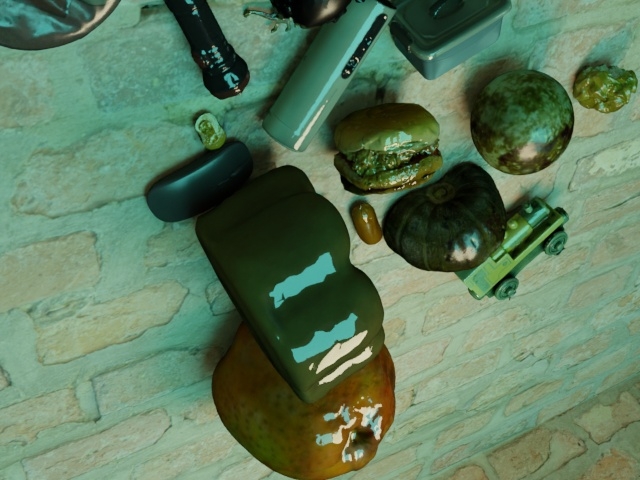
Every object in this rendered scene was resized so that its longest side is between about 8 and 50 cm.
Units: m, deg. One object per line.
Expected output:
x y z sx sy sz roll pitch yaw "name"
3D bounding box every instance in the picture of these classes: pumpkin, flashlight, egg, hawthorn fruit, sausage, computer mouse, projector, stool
0.344 -0.020 2.112 0.325 0.232 0.242 -29 145 -6 "pumpkin"
-0.199 -0.349 1.421 0.093 0.093 0.232 -35 141 -4 "flashlight"
0.472 -0.267 1.942 0.238 0.238 0.289 -32 152 -7 "egg"
-0.021 0.378 2.062 0.471 0.472 0.472 -23 141 -20 "hawthorn fruit"
-0.216 -0.216 1.598 0.050 0.028 0.083 -32 134 -11 "pumpkin"
0.116 -0.035 2.045 0.062 0.054 0.183 -9 146 9 "sausage"
-0.238 -0.114 1.664 0.232 0.057 0.120 -30 143 -10 "computer mouse"
0.013 -0.334 1.598 0.108 0.108 0.337 11 122 -45 "projector"
-0.402 -0.412 1.107 0.272 0.178 0.272 -23 141 -20 "stool"

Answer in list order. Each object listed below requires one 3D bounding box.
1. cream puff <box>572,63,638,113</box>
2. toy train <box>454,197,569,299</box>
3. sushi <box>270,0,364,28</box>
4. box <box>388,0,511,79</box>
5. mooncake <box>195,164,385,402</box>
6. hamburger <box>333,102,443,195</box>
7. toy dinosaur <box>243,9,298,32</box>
0.731 -0.387 2.116 0.156 0.156 0.121 -6 115 -35 "cream puff"
0.553 0.013 2.394 0.369 0.150 0.237 -44 137 5 "toy train"
-0.007 -0.491 1.359 0.200 0.213 0.204 -41 165 -36 "sushi"
0.251 -0.437 1.648 0.227 0.162 0.130 -32 153 -8 "box"
-0.053 0.089 1.702 0.262 0.467 0.467 -29 143 -10 "mooncake"
0.141 -0.205 1.755 0.244 0.244 0.163 -24 120 -18 "hamburger"
-0.053 -0.413 1.516 0.180 0.037 0.058 -21 145 -20 "toy dinosaur"
